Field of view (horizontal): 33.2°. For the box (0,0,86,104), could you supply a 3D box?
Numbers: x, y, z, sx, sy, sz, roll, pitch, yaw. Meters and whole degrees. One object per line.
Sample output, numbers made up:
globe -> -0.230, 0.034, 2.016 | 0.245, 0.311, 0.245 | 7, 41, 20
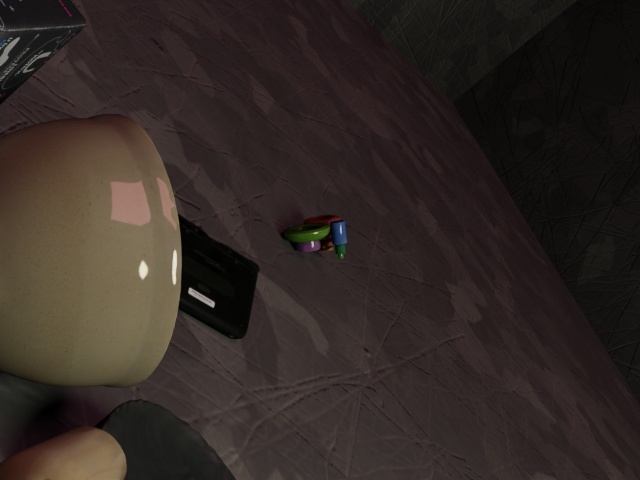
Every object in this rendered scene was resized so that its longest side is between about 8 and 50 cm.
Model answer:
box -> -0.285, -0.163, 0.601 | 0.247, 0.163, 0.142 | 50, 14, -4

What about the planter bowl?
planter bowl -> -0.165, 0.009, 0.606 | 0.109, 0.162, 0.162 | -3, 51, -36

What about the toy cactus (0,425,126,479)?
toy cactus -> -0.117, 0.124, 0.384 | 0.219, 0.112, 0.180 | 18, 14, 8

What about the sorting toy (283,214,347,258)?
sorting toy -> 0.000, 0.000, 1.193 | 0.102, 0.061, 0.042 | -32, 118, -66

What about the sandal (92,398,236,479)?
sandal -> -0.080, 0.200, 0.468 | 0.167, 0.107, 0.445 | 46, 18, -20

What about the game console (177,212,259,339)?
game console -> -0.117, 0.019, 0.908 | 0.122, 0.071, 0.107 | 35, 53, -40
